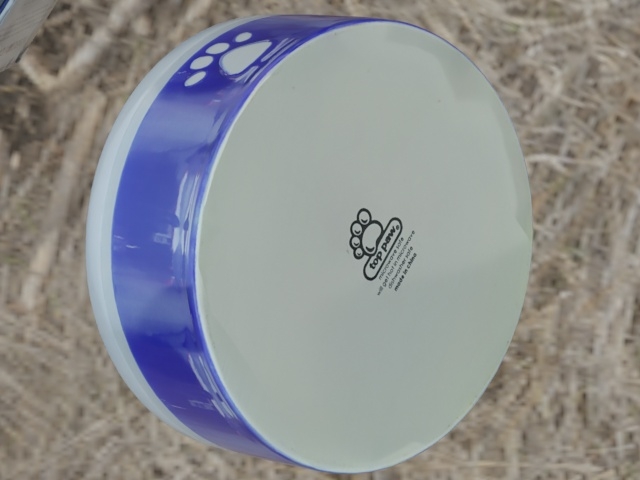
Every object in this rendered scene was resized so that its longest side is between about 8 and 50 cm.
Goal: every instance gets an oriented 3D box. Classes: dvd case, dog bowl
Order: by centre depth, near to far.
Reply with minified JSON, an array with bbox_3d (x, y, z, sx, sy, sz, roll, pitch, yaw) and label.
[{"bbox_3d":[0.000,0.000,1.044,0.104,0.265,0.265,7,89,49],"label":"dog bowl"},{"bbox_3d":[-0.207,-0.226,1.379,0.029,0.179,0.239,36,105,-3],"label":"dvd case"}]
